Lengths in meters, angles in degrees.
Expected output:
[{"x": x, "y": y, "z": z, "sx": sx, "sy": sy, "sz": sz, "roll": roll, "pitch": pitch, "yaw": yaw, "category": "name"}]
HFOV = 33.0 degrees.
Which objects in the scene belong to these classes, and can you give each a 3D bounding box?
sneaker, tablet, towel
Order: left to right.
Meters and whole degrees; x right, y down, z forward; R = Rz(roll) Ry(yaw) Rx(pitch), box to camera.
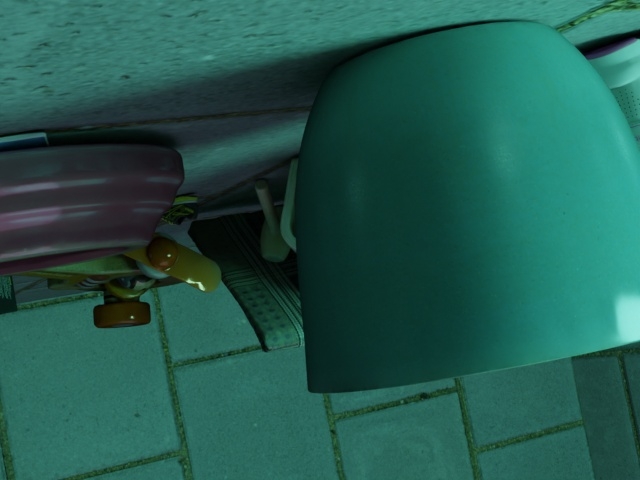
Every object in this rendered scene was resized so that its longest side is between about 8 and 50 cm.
[{"x": -0.243, "y": -0.073, "z": 0.858, "sx": 0.054, "sy": 0.006, "sz": 0.083, "roll": -10, "pitch": 175, "yaw": -12, "category": "tablet"}, {"x": -0.194, "y": -0.035, "z": 1.377, "sx": 0.083, "sy": 0.035, "sz": 0.031, "roll": -12, "pitch": 175, "yaw": 20, "category": "sneaker"}, {"x": 0.003, "y": 0.039, "z": 1.546, "sx": 0.312, "sy": 0.056, "sz": 0.324, "roll": -12, "pitch": -145, "yaw": -21, "category": "towel"}, {"x": 0.317, "y": -0.120, "z": 0.985, "sx": 0.103, "sy": 0.111, "sz": 0.252, "roll": -14, "pitch": 175, "yaw": 43, "category": "sneaker"}]

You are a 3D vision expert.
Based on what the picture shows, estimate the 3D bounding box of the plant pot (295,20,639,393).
[{"x": 0.112, "y": -0.028, "z": 0.821, "sx": 0.293, "sy": 0.235, "sz": 0.293, "roll": -10, "pitch": 177, "yaw": -1, "category": "plant pot"}]

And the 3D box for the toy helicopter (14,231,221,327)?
[{"x": -0.296, "y": 0.034, "z": 1.442, "sx": 0.235, "sy": 0.140, "sz": 0.355, "roll": -10, "pitch": 170, "yaw": 33, "category": "toy helicopter"}]

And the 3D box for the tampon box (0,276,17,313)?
[{"x": -0.484, "y": 0.056, "z": 1.395, "sx": 0.120, "sy": 0.101, "sz": 0.161, "roll": -11, "pitch": 177, "yaw": 6, "category": "tampon box"}]

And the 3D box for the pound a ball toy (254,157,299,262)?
[{"x": 0.000, "y": 0.000, "z": 1.354, "sx": 0.208, "sy": 0.136, "sz": 0.319, "roll": 6, "pitch": 169, "yaw": 8, "category": "pound a ball toy"}]

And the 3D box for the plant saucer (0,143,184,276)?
[{"x": -0.284, "y": -0.015, "z": 0.974, "sx": 0.332, "sy": 0.084, "sz": 0.332, "roll": -10, "pitch": 177, "yaw": 0, "category": "plant saucer"}]
